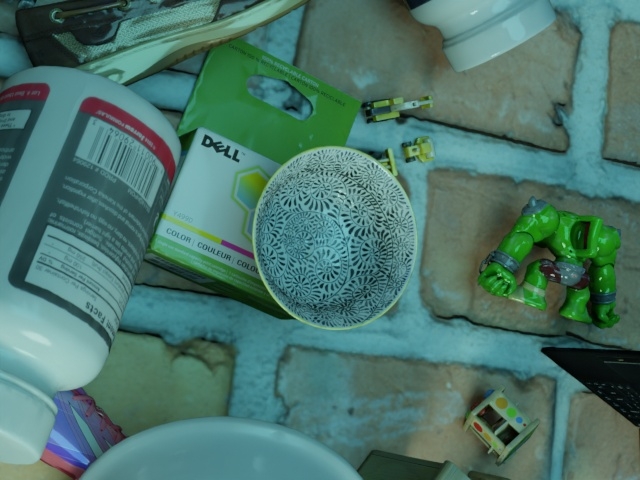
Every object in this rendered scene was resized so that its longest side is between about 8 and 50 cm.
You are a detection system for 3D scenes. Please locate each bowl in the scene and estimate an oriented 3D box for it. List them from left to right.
[{"bbox_3d":[-0.091,0.310,1.105,0.298,0.134,0.298,-1,121,-1],"label":"bowl"},{"bbox_3d":[0.000,0.000,1.176,0.170,0.080,0.170,2,85,-24],"label":"bowl"}]

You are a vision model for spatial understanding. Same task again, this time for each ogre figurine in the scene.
[{"bbox_3d":[0.272,0.025,1.395,0.197,0.097,0.118,18,91,-11],"label":"ogre figurine"}]

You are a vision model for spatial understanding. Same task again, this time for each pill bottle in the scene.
[{"bbox_3d":[-0.250,0.022,1.081,0.176,0.176,0.318,27,63,-20],"label":"pill bottle"},{"bbox_3d":[0.138,-0.324,1.324,0.153,0.153,0.264,-33,99,-22],"label":"pill bottle"}]

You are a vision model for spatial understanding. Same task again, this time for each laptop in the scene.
[{"bbox_3d":[0.369,0.241,1.347,0.264,0.234,0.136,37,72,-18],"label":"laptop"}]

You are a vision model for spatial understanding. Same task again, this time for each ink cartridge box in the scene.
[{"bbox_3d":[-0.057,-0.071,1.251,0.189,0.097,0.255,25,78,-21],"label":"ink cartridge box"}]

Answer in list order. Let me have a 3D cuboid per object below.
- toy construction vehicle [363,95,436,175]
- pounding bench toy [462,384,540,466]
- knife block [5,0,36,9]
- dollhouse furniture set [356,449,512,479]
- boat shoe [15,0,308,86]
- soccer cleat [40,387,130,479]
[{"bbox_3d":[0.084,-0.113,1.350,0.098,0.035,0.086,-10,91,-25],"label":"toy construction vehicle"},{"bbox_3d":[0.193,0.207,1.373,0.052,0.083,0.065,-37,70,-24],"label":"pounding bench toy"},{"bbox_3d":[-0.241,-0.362,1.193,0.276,0.088,0.242,-23,97,-24],"label":"knife block"},{"bbox_3d":[0.144,0.335,1.279,0.242,0.161,0.212,43,71,-16],"label":"dollhouse furniture set"},{"bbox_3d":[-0.129,-0.247,1.202,0.342,0.123,0.123,-26,106,-12],"label":"boat shoe"},{"bbox_3d":[-0.222,0.186,1.173,0.248,0.083,0.095,32,70,-16],"label":"soccer cleat"}]
